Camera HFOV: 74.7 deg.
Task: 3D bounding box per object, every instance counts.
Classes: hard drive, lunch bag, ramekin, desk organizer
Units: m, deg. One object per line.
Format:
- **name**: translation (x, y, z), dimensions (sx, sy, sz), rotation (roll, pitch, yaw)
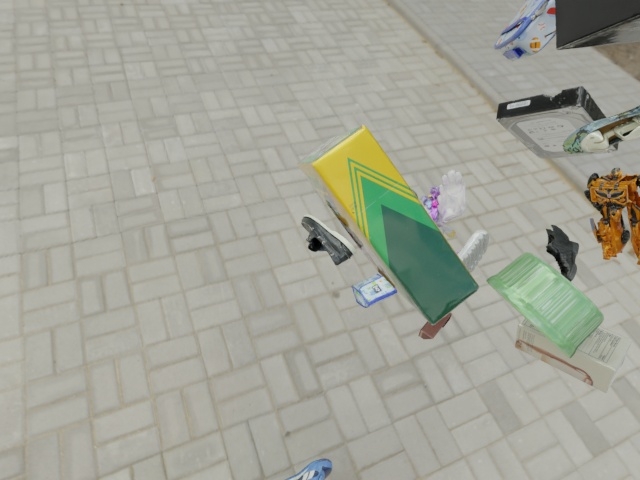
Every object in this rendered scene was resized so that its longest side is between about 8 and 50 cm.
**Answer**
- **hard drive**: translation (0.727, -0.342, 1.281), dimensions (0.338, 0.236, 0.064), rotation (17, 82, -40)
- **lunch bag**: translation (0.206, 0.198, 1.607), dimensions (0.128, 0.096, 0.151), rotation (-24, 17, -12)
- **ramekin**: translation (0.649, 0.174, 1.213), dimensions (0.148, 0.303, 0.303), rotation (-47, 67, 11)
- **lunch bag**: translation (0.643, -0.655, 1.248), dimensions (0.115, 0.243, 0.303), rotation (39, 19, -3)
- **desk organizer**: translation (0.398, 0.292, 1.453), dimensions (0.050, 0.047, 0.130), rotation (34, 59, 26)

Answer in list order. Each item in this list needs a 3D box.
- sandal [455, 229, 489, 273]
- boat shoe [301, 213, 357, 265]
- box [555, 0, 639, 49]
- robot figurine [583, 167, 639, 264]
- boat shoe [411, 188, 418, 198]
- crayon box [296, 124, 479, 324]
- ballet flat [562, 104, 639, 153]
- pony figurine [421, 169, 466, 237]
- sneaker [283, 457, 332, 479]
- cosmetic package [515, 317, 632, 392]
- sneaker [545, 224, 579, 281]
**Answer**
- **sandal**: translation (0.477, 0.103, 1.547), dimensions (0.416, 0.170, 0.102), rotation (-36, 44, -27)
- **boat shoe**: translation (0.002, 0.003, 1.681), dimensions (0.113, 0.127, 0.340), rotation (-47, 48, -8)
- **box**: translation (0.477, -0.330, 0.534), dimensions (0.261, 0.184, 0.103), rotation (-10, 98, -9)
- **robot figurine**: translation (0.889, -0.073, 1.234), dimensions (0.085, 0.211, 0.291), rotation (-32, 109, -19)
- **boat shoe**: translation (0.272, -0.082, 1.358), dimensions (0.116, 0.319, 0.099), rotation (28, 86, 15)
- **crayon box**: translation (0.095, -0.047, 0.789), dimensions (0.106, 0.363, 0.313), rotation (-39, 102, 1)
- **ballet flat**: translation (0.599, -0.220, 0.859), dimensions (0.070, 0.188, 0.070), rotation (23, 55, -37)
- **pony figurine**: translation (0.453, -0.102, 1.691), dimensions (0.302, 0.351, 0.363), rotation (-9, 14, 25)
- **sneaker**: translation (-0.022, 0.476, 0.807), dimensions (0.059, 0.053, 0.144), rotation (24, 24, 40)
- **cosmetic package**: translation (0.831, 0.345, 1.399), dimensions (0.153, 0.129, 0.296), rotation (-35, 41, -27)
- **sneaker**: translation (0.691, 0.038, 1.214), dimensions (0.089, 0.051, 0.170), rotation (24, 61, 7)
